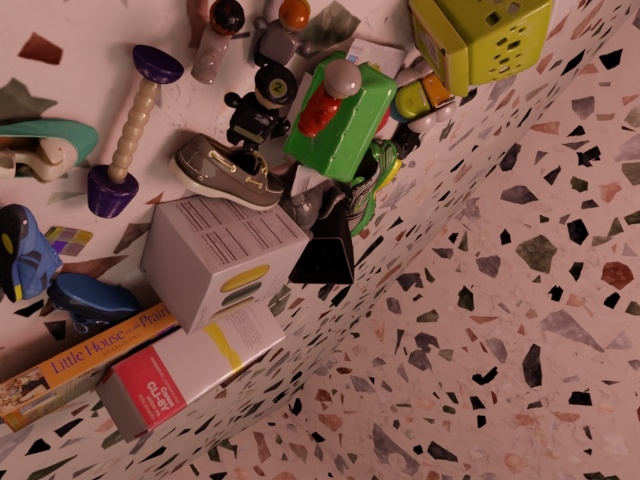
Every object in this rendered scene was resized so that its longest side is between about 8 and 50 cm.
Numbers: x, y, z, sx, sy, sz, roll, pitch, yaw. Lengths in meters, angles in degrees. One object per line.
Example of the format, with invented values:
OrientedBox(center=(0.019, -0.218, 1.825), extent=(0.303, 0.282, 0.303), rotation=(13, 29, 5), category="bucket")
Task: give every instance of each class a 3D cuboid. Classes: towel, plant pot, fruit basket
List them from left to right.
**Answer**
OrientedBox(center=(-0.440, 0.003, 0.830), extent=(0.060, 0.009, 0.083), rotation=(-45, 160, 7), category="towel")
OrientedBox(center=(0.000, 0.000, 1.325), extent=(0.188, 0.188, 0.166), rotation=(72, 25, -43), category="plant pot")
OrientedBox(center=(0.061, -0.274, 1.053), extent=(0.326, 0.166, 0.353), rotation=(-64, 171, 27), category="fruit basket")
OrientedBox(center=(0.323, -0.459, 1.025), extent=(0.207, 0.227, 0.228), rotation=(-30, 161, 8), category="plant pot")

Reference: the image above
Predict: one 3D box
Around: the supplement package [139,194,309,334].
OrientedBox(center=(-0.208, 0.030, 1.041), extent=(0.263, 0.198, 0.199), rotation=(-21, 150, -46), category="supplement package")

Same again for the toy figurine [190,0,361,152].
OrientedBox(center=(-0.069, -0.258, 0.719), extent=(0.213, 0.209, 0.148), rotation=(-22, 167, -38), category="toy figurine")

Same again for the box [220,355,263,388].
OrientedBox(center=(-0.297, 0.328, 1.501), extent=(0.167, 0.168, 0.203), rotation=(-36, 159, -18), category="box")

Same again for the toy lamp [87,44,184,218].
OrientedBox(center=(-0.288, -0.148, 0.721), extent=(0.080, 0.080, 0.274), rotation=(-15, 145, -52), category="toy lamp")

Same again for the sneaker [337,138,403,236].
OrientedBox(center=(0.093, -0.146, 1.392), extent=(0.146, 0.134, 0.343), rotation=(-2, 127, -51), category="sneaker")

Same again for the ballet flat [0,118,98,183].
OrientedBox(center=(-0.388, -0.103, 0.609), extent=(0.247, 0.087, 0.083), rotation=(-16, 146, -52), category="ballet flat")

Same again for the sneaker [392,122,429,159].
OrientedBox(center=(0.252, -0.303, 1.412), extent=(0.121, 0.079, 0.217), rotation=(-42, 161, -9), category="sneaker")

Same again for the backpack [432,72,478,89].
OrientedBox(center=(0.402, -0.493, 1.237), extent=(0.188, 0.144, 0.165), rotation=(-38, 154, -23), category="backpack")

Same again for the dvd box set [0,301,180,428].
OrientedBox(center=(-0.488, 0.268, 1.080), extent=(0.421, 0.062, 0.307), rotation=(-28, 170, -35), category="dvd box set")

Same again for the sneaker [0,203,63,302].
OrientedBox(center=(-0.451, 0.014, 0.752), extent=(0.082, 0.069, 0.209), rotation=(-26, 155, -45), category="sneaker")

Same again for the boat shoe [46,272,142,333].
OrientedBox(center=(-0.447, 0.138, 0.949), extent=(0.089, 0.109, 0.258), rotation=(-39, 157, -3), category="boat shoe")

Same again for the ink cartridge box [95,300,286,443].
OrientedBox(center=(-0.311, 0.300, 1.174), extent=(0.385, 0.160, 0.279), rotation=(-29, 172, -39), category="ink cartridge box")

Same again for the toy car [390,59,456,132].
OrientedBox(center=(0.246, -0.362, 1.235), extent=(0.182, 0.159, 0.136), rotation=(-32, -167, -29), category="toy car")

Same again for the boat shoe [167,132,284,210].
OrientedBox(center=(-0.157, -0.133, 0.949), extent=(0.091, 0.109, 0.305), rotation=(-46, 156, 19), category="boat shoe")

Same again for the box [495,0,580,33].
OrientedBox(center=(0.450, -0.623, 0.962), extent=(0.168, 0.215, 0.345), rotation=(-46, 160, 4), category="box")

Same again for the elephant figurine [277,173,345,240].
OrientedBox(center=(-0.024, -0.120, 1.201), extent=(0.239, 0.186, 0.169), rotation=(-43, 128, -33), category="elephant figurine")
